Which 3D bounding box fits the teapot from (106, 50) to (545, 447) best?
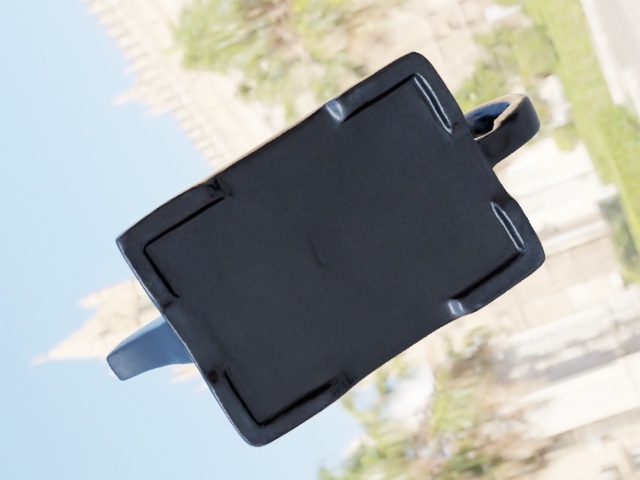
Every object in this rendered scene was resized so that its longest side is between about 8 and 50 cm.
[{"bbox_3d":[0.000,0.000,0.500,0.087,0.177,0.096,57,176,-7],"label":"teapot"}]
